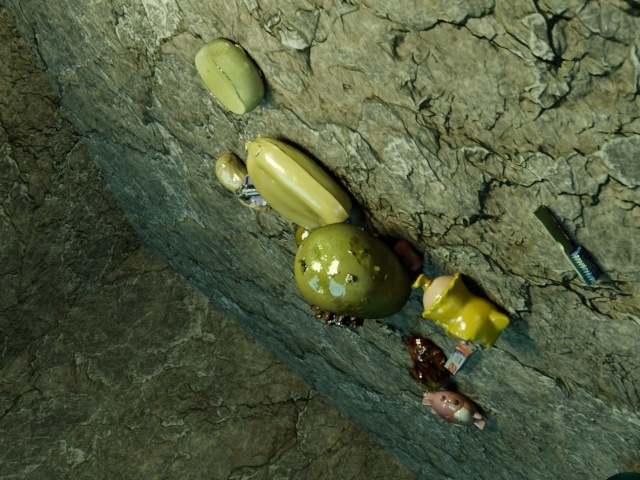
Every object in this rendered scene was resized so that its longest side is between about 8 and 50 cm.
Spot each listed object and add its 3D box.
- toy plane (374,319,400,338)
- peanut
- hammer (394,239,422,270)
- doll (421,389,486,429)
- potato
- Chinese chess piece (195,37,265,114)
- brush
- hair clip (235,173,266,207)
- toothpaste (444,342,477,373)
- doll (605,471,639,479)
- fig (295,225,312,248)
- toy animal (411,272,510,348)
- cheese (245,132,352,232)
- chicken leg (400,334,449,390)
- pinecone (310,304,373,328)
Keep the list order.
[{"bbox_3d":[0.219,0.286,2.274,0.121,0.031,0.049,21,141,55],"label":"toy plane"},{"bbox_3d":[-0.234,-0.169,2.189,0.228,0.085,0.104,49,149,-16],"label":"peanut"},{"bbox_3d":[0.217,0.037,1.761,0.083,0.043,0.043,51,160,-12],"label":"hammer"},{"bbox_3d":[0.423,0.535,2.256,0.211,0.093,0.262,23,161,15],"label":"doll"},{"bbox_3d":[0.085,0.090,1.790,0.270,0.219,0.359,14,171,30],"label":"potato"},{"bbox_3d":[-0.216,-0.394,1.713,0.188,0.083,0.188,42,163,16],"label":"Chinese chess piece"},{"bbox_3d":[0.440,0.009,1.265,0.178,0.033,0.030,49,154,-13],"label":"brush"},{"bbox_3d":[-0.170,-0.144,2.082,0.196,0.052,0.124,0,131,29],"label":"hair clip"},{"bbox_3d":[0.391,0.328,1.996,0.047,0.040,0.196,41,161,17],"label":"toothpaste"},{"bbox_3d":[0.759,0.640,1.652,0.186,0.198,0.322,19,157,-15],"label":"doll"},{"bbox_3d":[-0.007,0.015,2.048,0.133,0.126,0.185,20,156,10],"label":"fig"},{"bbox_3d":[0.320,0.156,1.666,0.230,0.156,0.156,33,160,3],"label":"toy animal"},{"bbox_3d":[-0.073,-0.153,1.850,0.316,0.128,0.259,40,157,-9],"label":"cheese"},{"bbox_3d":[0.317,0.386,2.222,0.177,0.083,0.322,40,160,40],"label":"chicken leg"},{"bbox_3d":[0.080,0.153,2.043,0.221,0.221,0.221,39,160,17],"label":"pinecone"}]
